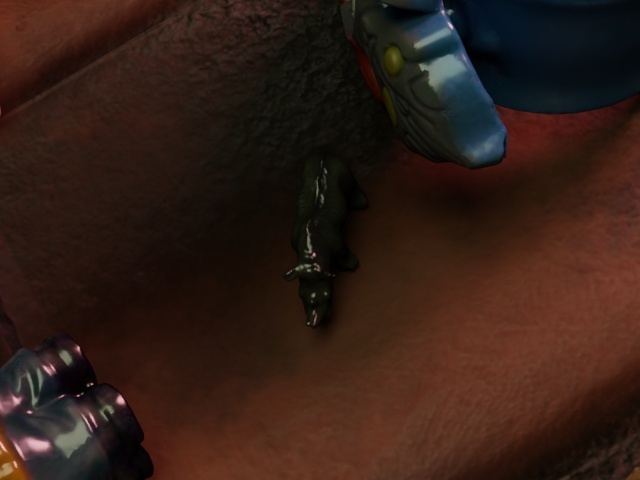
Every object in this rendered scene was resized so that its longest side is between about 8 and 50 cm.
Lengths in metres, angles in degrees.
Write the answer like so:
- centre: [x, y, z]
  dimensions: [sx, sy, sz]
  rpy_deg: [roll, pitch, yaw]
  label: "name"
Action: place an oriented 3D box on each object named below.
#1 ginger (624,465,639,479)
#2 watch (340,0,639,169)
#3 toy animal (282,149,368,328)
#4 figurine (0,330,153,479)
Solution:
- centre: [0.300, 0.200, 0.845]
  dimensions: [0.270, 0.123, 0.219]
  rpy_deg: [28, 70, 24]
  label: "ginger"
- centre: [0.155, -0.195, 1.037]
  dimensions: [0.274, 0.241, 0.305]
  rpy_deg: [-8, 61, -7]
  label: "watch"
- centre: [0.000, 0.000, 1.049]
  dimensions: [0.047, 0.065, 0.135]
  rpy_deg: [4, 65, 16]
  label: "toy animal"
- centre: [-0.280, 0.180, 0.940]
  dimensions: [0.332, 0.204, 0.185]
  rpy_deg: [-41, 60, -10]
  label: "figurine"
